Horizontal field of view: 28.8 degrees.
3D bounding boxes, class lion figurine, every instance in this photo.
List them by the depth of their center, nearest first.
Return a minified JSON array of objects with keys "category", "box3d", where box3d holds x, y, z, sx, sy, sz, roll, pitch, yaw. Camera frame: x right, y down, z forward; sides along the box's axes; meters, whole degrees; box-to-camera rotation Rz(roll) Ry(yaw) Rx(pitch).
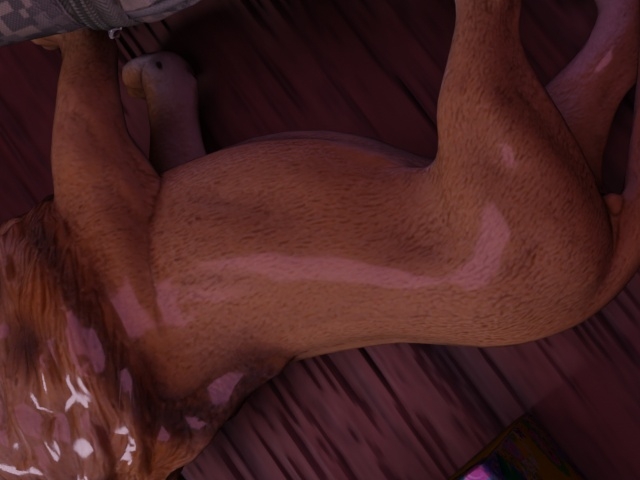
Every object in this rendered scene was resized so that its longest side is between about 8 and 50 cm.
[{"category":"lion figurine","box3d":[0.000,0.000,0.529,0.392,0.142,0.240,-15,70,20]}]

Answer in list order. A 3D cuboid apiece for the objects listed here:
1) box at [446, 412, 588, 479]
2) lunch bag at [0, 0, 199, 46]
[{"category":"box","box3d":[0.069,0.274,0.490,0.279,0.177,0.290,-44,79,9]},{"category":"lunch bag","box3d":[-0.068,-0.232,0.479,0.256,0.213,0.305,-12,45,15]}]
